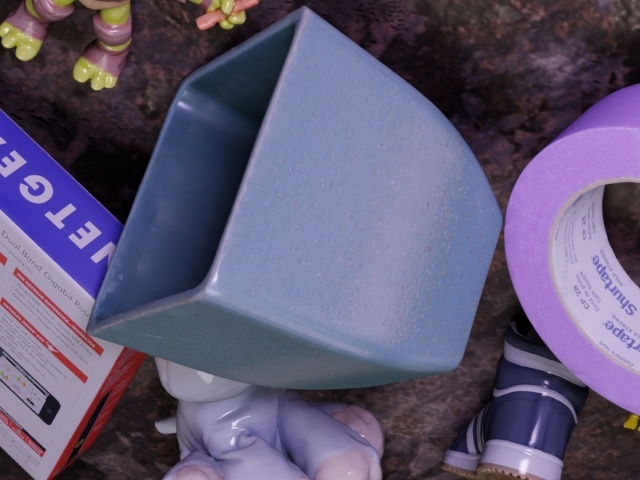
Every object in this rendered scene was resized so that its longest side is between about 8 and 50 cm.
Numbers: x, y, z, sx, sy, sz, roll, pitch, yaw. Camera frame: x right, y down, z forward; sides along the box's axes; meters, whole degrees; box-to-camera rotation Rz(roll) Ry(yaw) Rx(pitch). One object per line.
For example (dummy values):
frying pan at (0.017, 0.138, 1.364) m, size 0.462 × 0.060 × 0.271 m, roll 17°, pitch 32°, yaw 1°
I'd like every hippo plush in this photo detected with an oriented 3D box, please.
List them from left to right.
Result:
hippo plush at (-0.061, 0.130, 1.687) m, size 0.234 × 0.294 × 0.237 m, roll -7°, pitch 111°, yaw -2°

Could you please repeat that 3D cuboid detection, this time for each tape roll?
tape roll at (0.287, 0.014, 1.404) m, size 0.274 × 0.090 × 0.275 m, roll 22°, pitch 131°, yaw 28°

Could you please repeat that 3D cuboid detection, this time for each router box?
router box at (-0.311, 0.029, 1.628) m, size 0.335 × 0.082 × 0.301 m, roll 43°, pitch 139°, yaw 6°

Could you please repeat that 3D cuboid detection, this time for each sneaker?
sneaker at (0.195, 0.165, 1.704) m, size 0.099 × 0.153 × 0.282 m, roll 17°, pitch 171°, yaw -3°

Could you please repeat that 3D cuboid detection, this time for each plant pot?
plant pot at (0.000, 0.000, 1.429) m, size 0.252 × 0.248 × 0.247 m, roll 26°, pitch 159°, yaw -22°

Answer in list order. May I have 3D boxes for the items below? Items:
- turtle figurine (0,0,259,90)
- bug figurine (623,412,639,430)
turtle figurine at (-0.188, -0.214, 1.394) m, size 0.269 × 0.087 × 0.217 m, roll 11°, pitch 153°, yaw -21°
bug figurine at (0.374, 0.074, 1.537) m, size 0.216 × 0.072 × 0.279 m, roll 16°, pitch 136°, yaw -8°
